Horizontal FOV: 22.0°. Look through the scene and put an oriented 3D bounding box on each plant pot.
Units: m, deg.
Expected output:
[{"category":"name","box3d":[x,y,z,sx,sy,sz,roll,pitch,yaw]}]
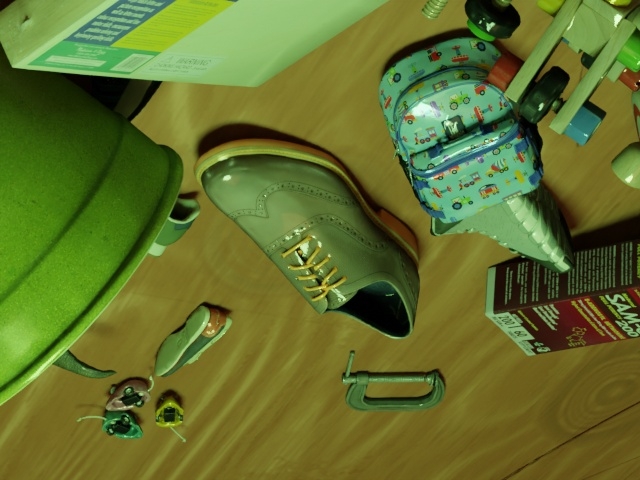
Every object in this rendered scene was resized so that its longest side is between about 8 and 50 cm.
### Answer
[{"category":"plant pot","box3d":[-0.384,-0.069,1.558,0.366,0.366,0.353,-33,115,28]}]

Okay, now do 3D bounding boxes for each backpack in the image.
[{"category":"backpack","box3d":[0.148,-0.126,1.771,0.158,0.117,0.173,-19,132,9]}]

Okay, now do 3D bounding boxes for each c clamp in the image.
[{"category":"c clamp","box3d":[0.101,0.202,2.269,0.160,0.022,0.137,4,141,-15]}]

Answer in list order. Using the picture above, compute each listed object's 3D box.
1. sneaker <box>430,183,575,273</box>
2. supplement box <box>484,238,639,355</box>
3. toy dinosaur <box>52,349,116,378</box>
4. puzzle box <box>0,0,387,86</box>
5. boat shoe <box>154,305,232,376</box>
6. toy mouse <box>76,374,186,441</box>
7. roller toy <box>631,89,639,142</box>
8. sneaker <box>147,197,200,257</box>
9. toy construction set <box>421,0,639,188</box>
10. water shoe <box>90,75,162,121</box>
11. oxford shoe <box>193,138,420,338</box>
[{"category":"sneaker","box3d":[0.201,-0.025,1.958,0.132,0.086,0.229,-23,130,26]},{"category":"supplement box","box3d":[0.341,0.071,2.059,0.239,0.073,0.130,-13,145,30]},{"category":"toy dinosaur","box3d":[-0.386,0.091,1.979,0.313,0.121,0.160,21,146,-39]},{"category":"puzzle box","box3d":[-0.068,-0.233,1.485,0.272,0.052,0.409,-30,169,26]},{"category":"boat shoe","box3d":[-0.166,0.133,2.109,0.043,0.049,0.137,18,131,-34]},{"category":"toy mouse","box3d":[-0.257,0.225,2.220,0.143,0.031,0.161,-5,142,-5]},{"category":"roller toy","box3d":[0.433,-0.100,1.799,0.146,0.209,0.191,-15,122,7]},{"category":"sneaker","box3d":[-0.214,-0.055,1.847,0.086,0.064,0.192,-36,136,20]},{"category":"toy construction set","box3d":[0.312,-0.206,1.569,0.257,0.309,0.237,-3,138,-44]},{"category":"water shoe","box3d":[-0.209,-0.173,1.699,0.080,0.073,0.203,42,139,-3]},{"category":"oxford shoe","box3d":[0.000,0.000,1.895,0.130,0.133,0.363,-33,136,29]}]
